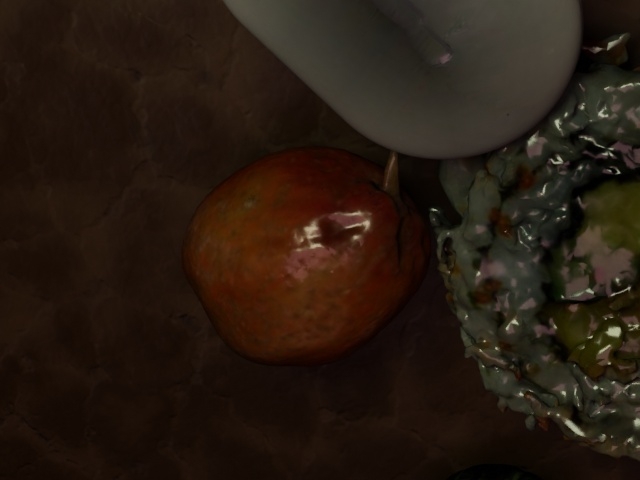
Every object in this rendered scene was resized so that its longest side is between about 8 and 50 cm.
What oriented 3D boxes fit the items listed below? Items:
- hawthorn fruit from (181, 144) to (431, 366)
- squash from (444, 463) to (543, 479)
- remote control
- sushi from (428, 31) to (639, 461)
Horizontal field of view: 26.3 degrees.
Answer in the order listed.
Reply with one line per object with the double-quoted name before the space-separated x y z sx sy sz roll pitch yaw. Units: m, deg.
"hawthorn fruit" 0.000 0.000 1.252 0.210 0.210 0.262 42 137 -9
"squash" 0.182 0.326 1.408 0.193 0.156 0.193 0 90 18
"remote control" 0.057 -0.199 1.069 0.332 0.103 0.221 43 119 -17
"sushi" 0.288 0.008 1.228 0.417 0.176 0.417 4 112 11
